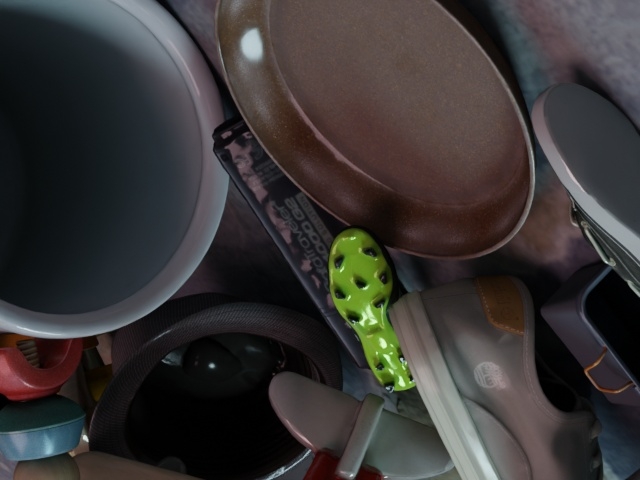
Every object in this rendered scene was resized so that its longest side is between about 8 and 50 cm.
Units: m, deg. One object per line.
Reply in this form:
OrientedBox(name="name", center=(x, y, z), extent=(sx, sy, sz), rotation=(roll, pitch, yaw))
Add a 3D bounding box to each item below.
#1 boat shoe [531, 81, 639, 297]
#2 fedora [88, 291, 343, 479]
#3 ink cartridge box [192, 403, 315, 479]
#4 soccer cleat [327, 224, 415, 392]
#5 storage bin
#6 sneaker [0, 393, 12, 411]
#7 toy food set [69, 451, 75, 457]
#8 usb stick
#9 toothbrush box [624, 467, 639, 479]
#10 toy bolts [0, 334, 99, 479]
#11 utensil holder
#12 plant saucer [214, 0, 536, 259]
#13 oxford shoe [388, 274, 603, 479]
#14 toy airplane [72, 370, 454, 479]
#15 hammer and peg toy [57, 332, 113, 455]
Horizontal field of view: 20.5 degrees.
OrientedBox(name="boat shoe", center=(0.220, -0.021, 1.319), extent=(0.219, 0.078, 0.070), rotation=(50, 147, -13))
OrientedBox(name="fedora", center=(-0.113, 0.134, 1.754), extent=(0.243, 0.275, 0.124), rotation=(-62, 36, 23))
OrientedBox(name="ink cartridge box", center=(-0.103, 0.286, 1.819), extent=(0.186, 0.311, 0.065), rotation=(39, 146, 8))
OrientedBox(name="soccer cleat", center=(0.047, 0.054, 1.554), extent=(0.060, 0.072, 0.179), rotation=(-16, 122, 8))
OrientedBox(name="storage bin", center=(0.239, 0.080, 1.411), extent=(0.135, 0.098, 0.091), rotation=(51, 158, -11))
OrientedBox(name="sneaker", center=(-0.388, 0.172, 2.185), extent=(0.108, 0.121, 0.302), rotation=(47, 148, -5))
OrientedBox(name="toy food set", center=(-0.340, 0.281, 2.355), extent=(0.083, 0.020, 0.083), rotation=(2, 129, 47))
OrientedBox(name="usb stick", center=(0.000, 0.000, 1.603), extent=(0.077, 0.045, 0.278), rotation=(-28, 111, 16))
OrientedBox(name="toothbrush box", center=(0.344, 0.321, 1.436), extent=(0.295, 0.216, 0.126), rotation=(48, -167, -7))
OrientedBox(name="toy bolts", center=(-0.276, 0.166, 1.650), extent=(0.228, 0.218, 0.158), rotation=(-3, 95, 53))
OrientedBox(name="utensil holder", center=(-0.324, -0.070, 1.649), extent=(0.385, 0.327, 0.327), rotation=(-5, 124, 54))
OrientedBox(name="plant saucer", center=(0.050, -0.119, 1.423), extent=(0.311, 0.050, 0.310), rotation=(30, 146, 22))
OrientedBox(name="oxford shoe", center=(0.196, 0.205, 1.563), extent=(0.169, 0.130, 0.449), rotation=(-111, -5, -56))
OrientedBox(name="toy airplane", center=(-0.020, 0.322, 1.642), extent=(0.386, 0.384, 0.272), rotation=(58, 151, 30))
OrientedBox(name="hammer and peg toy", center=(-0.218, 0.263, 1.990), extent=(0.266, 0.127, 0.361), rotation=(-109, -2, -56))
